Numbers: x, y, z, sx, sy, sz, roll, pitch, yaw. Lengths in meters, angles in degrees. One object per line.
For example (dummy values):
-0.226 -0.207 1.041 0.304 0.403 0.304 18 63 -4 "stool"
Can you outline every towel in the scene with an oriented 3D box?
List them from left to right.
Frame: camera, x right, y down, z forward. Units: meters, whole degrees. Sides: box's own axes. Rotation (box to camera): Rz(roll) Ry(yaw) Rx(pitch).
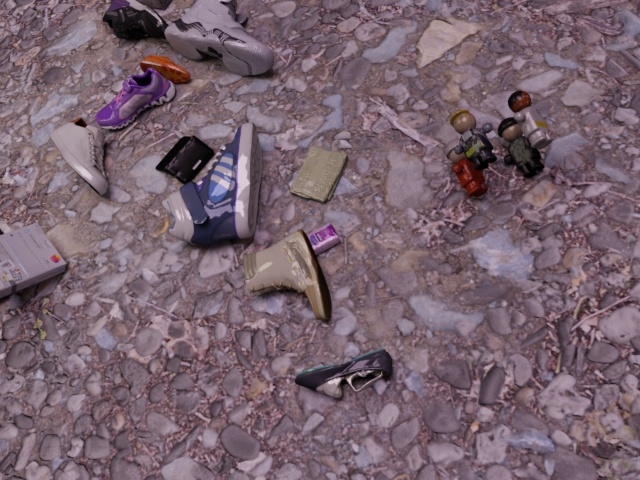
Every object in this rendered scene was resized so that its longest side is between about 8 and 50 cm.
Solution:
-0.002 -0.163 1.725 0.110 0.027 0.148 17 65 22 "towel"

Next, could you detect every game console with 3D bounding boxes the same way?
-0.356 -0.211 1.857 0.107 0.071 0.122 37 73 -1 "game console"

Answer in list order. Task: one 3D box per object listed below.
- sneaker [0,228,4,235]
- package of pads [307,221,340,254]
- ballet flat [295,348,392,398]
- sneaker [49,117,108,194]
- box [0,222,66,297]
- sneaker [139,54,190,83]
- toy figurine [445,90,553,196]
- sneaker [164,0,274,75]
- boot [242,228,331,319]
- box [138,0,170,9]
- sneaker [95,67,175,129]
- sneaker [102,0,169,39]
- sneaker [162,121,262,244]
-0.866 0.022 1.783 0.109 0.130 0.286 -33 56 -4 "sneaker"
0.000 0.000 1.623 0.083 0.032 0.050 -29 60 -3 "package of pads"
0.049 0.277 1.423 0.203 0.074 0.074 -17 57 2 "ballet flat"
-0.620 -0.240 1.887 0.123 0.106 0.290 -39 57 -7 "sneaker"
-0.738 0.048 1.714 0.186 0.038 0.145 -28 70 -39 "box"
-0.439 -0.499 2.024 0.175 0.064 0.067 24 58 23 "sneaker"
0.383 -0.217 1.544 0.213 0.209 0.148 -21 67 0 "toy figurine"
-0.252 -0.599 1.986 0.365 0.137 0.210 21 70 29 "sneaker"
-0.076 0.099 1.558 0.165 0.077 0.213 -23 69 9 "boot"
-0.552 -0.833 2.256 0.231 0.056 0.183 16 65 23 "box"
-0.527 -0.401 1.962 0.236 0.104 0.095 -31 58 -4 "sneaker"
-0.552 -0.643 2.130 0.283 0.107 0.124 37 85 36 "sneaker"
-0.272 -0.142 1.721 0.236 0.130 0.323 -3 65 9 "sneaker"
